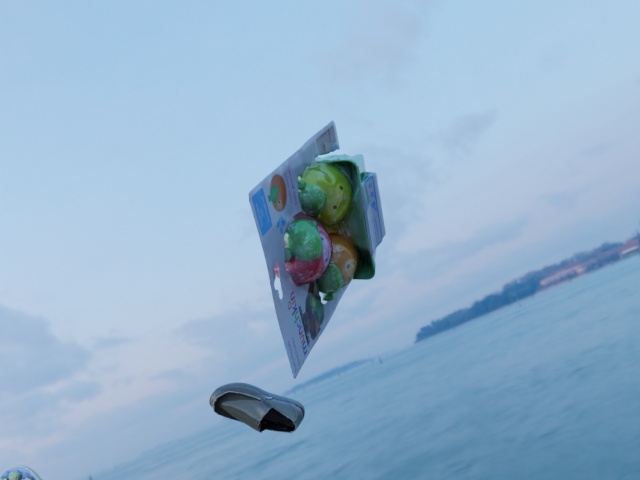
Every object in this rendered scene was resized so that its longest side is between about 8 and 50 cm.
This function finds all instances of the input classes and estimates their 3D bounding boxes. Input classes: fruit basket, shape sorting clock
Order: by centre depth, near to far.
[{"bbox_3d":[0.000,0.000,1.079,0.165,0.327,0.353,-3,25,18],"label":"fruit basket"},{"bbox_3d":[-0.655,0.595,1.374,0.206,0.206,0.040,-29,-19,29],"label":"shape sorting clock"}]

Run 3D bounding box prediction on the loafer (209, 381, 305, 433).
[{"bbox_3d":[-0.161,0.433,1.620,0.251,0.095,0.087,11,17,-5],"label":"loafer"}]
